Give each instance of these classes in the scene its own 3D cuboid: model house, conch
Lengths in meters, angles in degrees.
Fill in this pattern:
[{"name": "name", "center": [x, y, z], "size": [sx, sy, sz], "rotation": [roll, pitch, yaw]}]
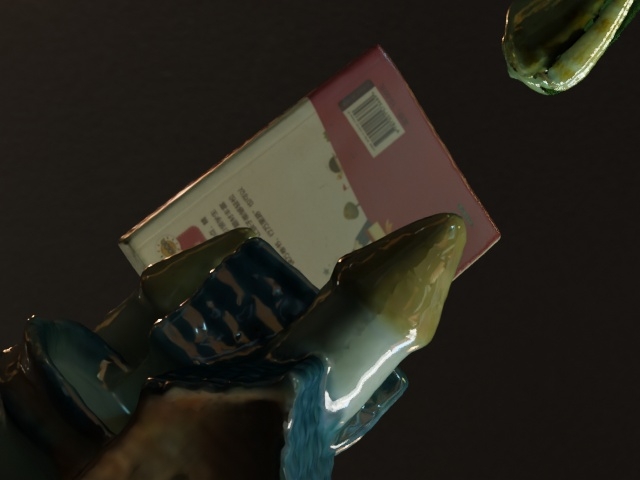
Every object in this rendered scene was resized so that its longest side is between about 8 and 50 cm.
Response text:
[{"name": "model house", "center": [-0.071, 0.075, 0.850], "size": [0.325, 0.267, 0.194], "rotation": [-45, -96, 8]}, {"name": "conch", "center": [0.193, -0.169, 1.255], "size": [0.079, 0.106, 0.170], "rotation": [36, -54, -12]}]

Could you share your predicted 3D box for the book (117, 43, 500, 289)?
[{"name": "book", "center": [0.000, 0.000, 1.106], "size": [0.162, 0.232, 0.022], "rotation": [56, -26, -12]}]
